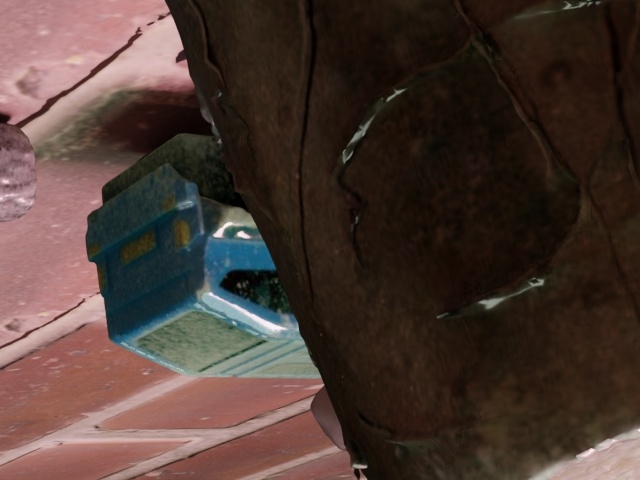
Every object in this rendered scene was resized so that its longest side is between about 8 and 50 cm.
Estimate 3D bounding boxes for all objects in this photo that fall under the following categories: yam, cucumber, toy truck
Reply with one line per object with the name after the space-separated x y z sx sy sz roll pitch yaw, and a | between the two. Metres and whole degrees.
0.061 -0.082 0.600 0.241 0.348 0.241 -20 168 -4 | yam
-0.222 -0.040 1.040 0.112 0.064 0.064 1 162 -32 | cucumber
0.000 0.000 1.132 0.279 0.156 0.155 5 160 -36 | toy truck

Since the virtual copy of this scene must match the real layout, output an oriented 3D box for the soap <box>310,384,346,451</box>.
0.224 0.096 1.275 0.350 0.213 0.435 -30 180 -22 | soap
